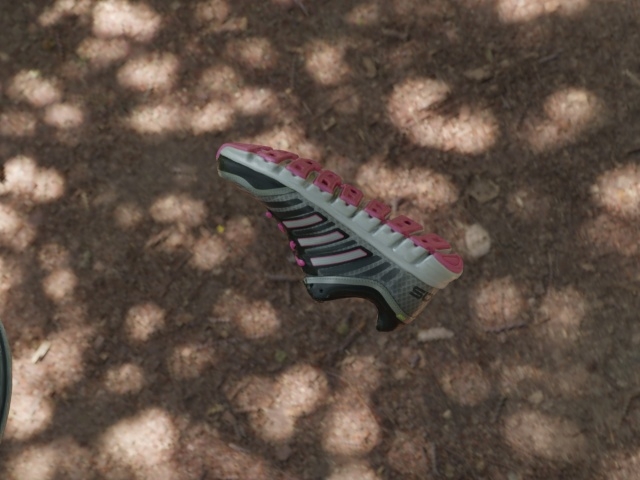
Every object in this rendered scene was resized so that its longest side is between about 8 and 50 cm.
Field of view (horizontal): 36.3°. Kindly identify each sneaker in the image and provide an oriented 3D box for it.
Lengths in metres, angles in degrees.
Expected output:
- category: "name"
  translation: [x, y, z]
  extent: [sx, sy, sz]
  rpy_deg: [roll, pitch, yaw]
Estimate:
- category: "sneaker"
  translation: [0.000, 0.000, 0.612]
  extent: [0.170, 0.063, 0.074]
  rpy_deg: [31, 105, 5]

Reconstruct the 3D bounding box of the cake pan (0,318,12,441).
- category: "cake pan"
  translation: [-0.394, 0.124, 0.767]
  extent: [0.293, 0.054, 0.293]
  rpy_deg: [-2, 64, 5]
